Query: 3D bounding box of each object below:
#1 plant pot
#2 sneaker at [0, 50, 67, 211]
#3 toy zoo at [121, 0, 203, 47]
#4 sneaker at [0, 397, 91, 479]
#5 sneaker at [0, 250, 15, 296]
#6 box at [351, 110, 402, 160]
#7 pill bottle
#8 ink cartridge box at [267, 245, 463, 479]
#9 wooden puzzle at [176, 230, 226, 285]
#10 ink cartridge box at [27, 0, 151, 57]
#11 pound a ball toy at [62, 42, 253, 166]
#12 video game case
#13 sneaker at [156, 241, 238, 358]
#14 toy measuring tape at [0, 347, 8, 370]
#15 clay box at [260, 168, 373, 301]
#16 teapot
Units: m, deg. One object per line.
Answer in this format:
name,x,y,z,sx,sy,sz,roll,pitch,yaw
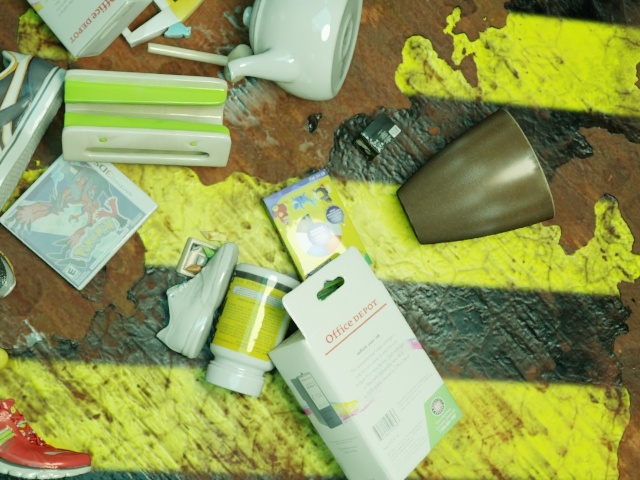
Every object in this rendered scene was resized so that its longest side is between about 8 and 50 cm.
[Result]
plant pot,0.260,-0.086,1.521,0.230,0.215,0.215,-26,89,4
sneaker,-0.542,-0.168,1.426,0.127,0.126,0.321,26,70,-10
toy zoo,-0.326,-0.482,1.537,0.192,0.030,0.293,-39,92,-11
sneaker,-0.505,0.319,1.395,0.279,0.107,0.118,16,75,-9
sneaker,-0.599,0.017,1.418,0.215,0.083,0.084,41,78,-5
box,0.101,-0.187,1.550,0.062,0.083,0.052,-45,94,-11
pill bottle,-0.118,0.153,1.463,0.119,0.119,0.208,19,81,-7
ink cartridge box,0.060,0.211,1.440,0.207,0.119,0.353,-35,95,-39
wooden puzzle,-0.210,0.035,1.514,0.079,0.014,0.116,14,83,-8
ink cartridge box,-0.415,-0.440,1.457,0.154,0.093,0.212,-39,90,23
pound a ball toy,-0.276,-0.230,1.481,0.319,0.135,0.208,1,63,-15
video game case,-0.415,-0.047,1.484,0.183,0.023,0.201,42,80,-3
sneaker,-0.215,0.090,1.475,0.094,0.080,0.212,24,88,9
toy measuring tape,-0.664,0.196,1.345,0.330,0.121,0.121,-3,85,-22
clay box,0.000,0.000,1.531,0.127,0.053,0.222,-27,88,-10
teapot,-0.040,-0.373,1.483,0.187,0.256,0.252,15,96,9
